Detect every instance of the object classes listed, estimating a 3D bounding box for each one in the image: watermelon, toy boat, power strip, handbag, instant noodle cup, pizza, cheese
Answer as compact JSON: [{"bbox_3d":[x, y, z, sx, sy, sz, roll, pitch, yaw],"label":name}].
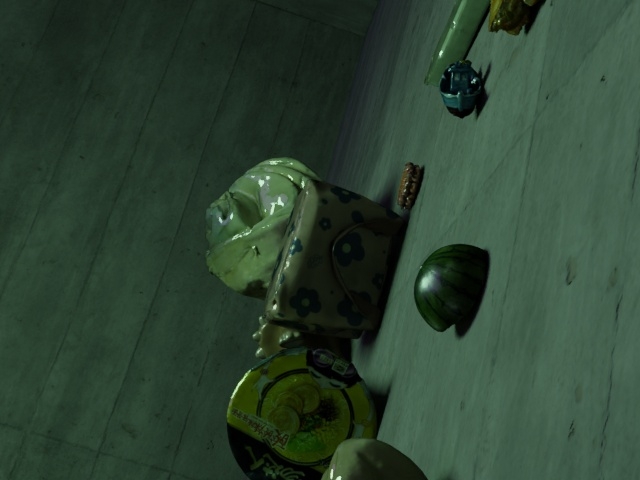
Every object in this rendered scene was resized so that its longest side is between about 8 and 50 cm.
[{"bbox_3d":[0.138,0.047,1.062,0.105,0.062,0.105,-62,7,13],"label":"watermelon"},{"bbox_3d":[0.197,-0.221,1.350,0.137,0.060,0.061,-74,-18,-57],"label":"toy boat"},{"bbox_3d":[0.228,-0.351,1.532,0.286,0.048,0.080,113,175,-49],"label":"power strip"},{"bbox_3d":[0.021,0.045,1.636,0.190,0.193,0.251,118,169,-75],"label":"handbag"},{"bbox_3d":[-0.024,0.261,1.436,0.236,0.215,0.215,68,-141,-86],"label":"instant noodle cup"},{"bbox_3d":[0.248,-0.315,1.190,0.175,0.046,0.134,-113,41,-83],"label":"pizza"},{"bbox_3d":[0.038,0.307,0.953,0.235,0.117,0.218,-83,12,-70],"label":"cheese"}]

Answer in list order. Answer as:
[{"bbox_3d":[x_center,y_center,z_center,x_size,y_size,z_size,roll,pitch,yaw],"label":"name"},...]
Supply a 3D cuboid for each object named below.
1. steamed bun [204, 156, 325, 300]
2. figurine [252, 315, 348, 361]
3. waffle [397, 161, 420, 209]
[{"bbox_3d":[-0.116,-0.033,1.843,0.268,0.207,0.280,31,100,59],"label":"steamed bun"},{"bbox_3d":[-0.041,0.206,1.861,0.173,0.177,0.247,-51,20,21],"label":"figurine"},{"bbox_3d":[0.149,-0.091,1.627,0.075,0.029,0.083,-85,10,-81],"label":"waffle"}]
